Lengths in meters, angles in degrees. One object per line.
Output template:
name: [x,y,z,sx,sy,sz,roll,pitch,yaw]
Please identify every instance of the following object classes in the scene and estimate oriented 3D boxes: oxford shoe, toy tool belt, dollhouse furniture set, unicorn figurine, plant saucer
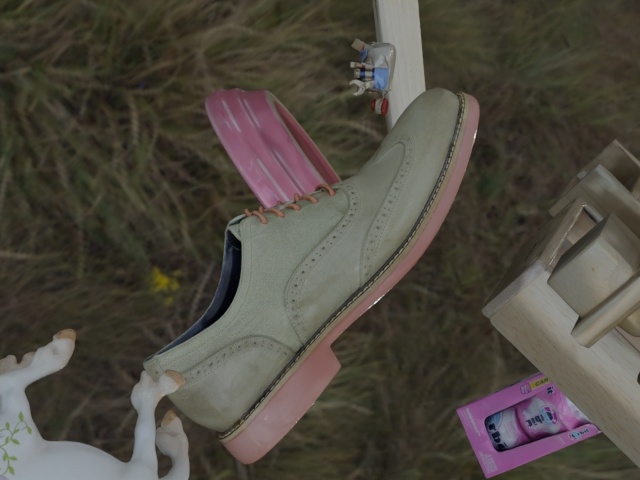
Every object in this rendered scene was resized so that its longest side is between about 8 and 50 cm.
oxford shoe: [0.000,0.000,1.113,0.146,0.140,0.397,38,74,-9]
toy tool belt: [0.056,-0.187,1.418,0.052,0.051,0.083,2,96,-74]
dollhouse furniture set: [0.273,-0.036,0.607,0.174,0.355,0.303,45,30,1]
unicorn figurine: [-0.091,0.096,0.509,0.161,0.060,0.111,9,44,6]
plant saucer: [-0.035,-0.092,1.781,0.084,0.332,0.332,-35,99,8]

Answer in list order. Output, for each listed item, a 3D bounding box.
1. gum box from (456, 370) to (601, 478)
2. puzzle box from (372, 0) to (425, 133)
gum box: [0.203,0.133,1.031,0.188,0.107,0.062,-9,72,-56]
puzzle box: [0.105,-0.275,1.697,0.272,0.052,0.409,-93,175,-56]
